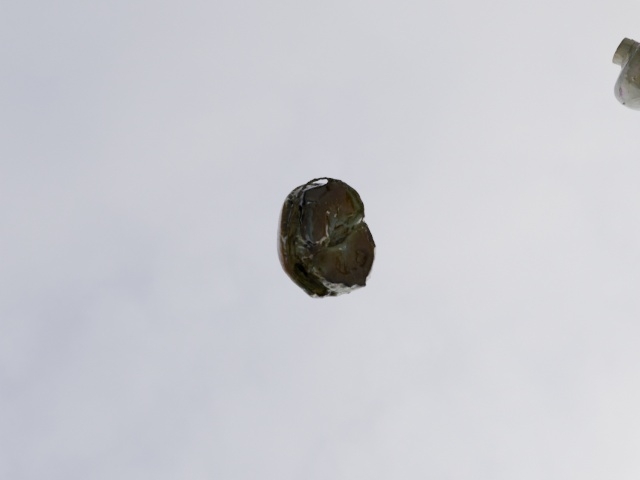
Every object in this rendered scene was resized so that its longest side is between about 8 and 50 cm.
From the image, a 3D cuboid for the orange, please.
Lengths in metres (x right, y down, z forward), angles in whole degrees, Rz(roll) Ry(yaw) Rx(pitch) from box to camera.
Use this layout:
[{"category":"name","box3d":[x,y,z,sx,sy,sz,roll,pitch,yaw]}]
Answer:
[{"category":"orange","box3d":[0.000,0.000,1.049,0.160,0.112,0.170,30,-106,-30]}]

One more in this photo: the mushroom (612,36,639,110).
[{"category":"mushroom","box3d":[0.311,-0.164,0.716,0.067,0.084,0.083,35,-118,17]}]
